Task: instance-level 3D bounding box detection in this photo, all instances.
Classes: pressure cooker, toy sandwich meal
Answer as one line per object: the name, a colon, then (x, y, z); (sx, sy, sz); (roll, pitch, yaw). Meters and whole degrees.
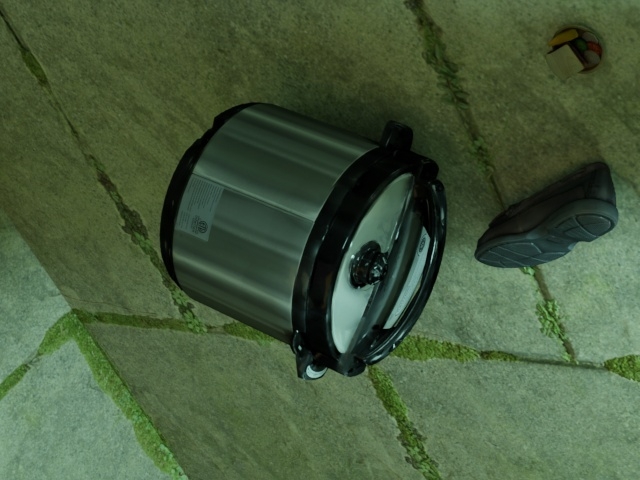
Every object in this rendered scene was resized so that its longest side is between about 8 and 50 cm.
pressure cooker: (-0.003, 0.001, 1.879); (0.420, 0.375, 0.370); (22, 138, 27)
toy sandwich meal: (0.344, -0.254, 1.567); (0.085, 0.029, 0.086); (25, 143, 21)

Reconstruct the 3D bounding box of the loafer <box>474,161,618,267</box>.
loafer: (0.349, -0.033, 1.777); (0.109, 0.095, 0.302); (19, 157, -22)
